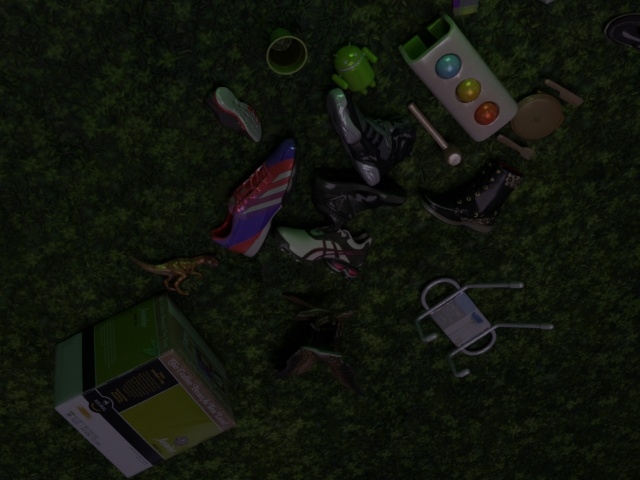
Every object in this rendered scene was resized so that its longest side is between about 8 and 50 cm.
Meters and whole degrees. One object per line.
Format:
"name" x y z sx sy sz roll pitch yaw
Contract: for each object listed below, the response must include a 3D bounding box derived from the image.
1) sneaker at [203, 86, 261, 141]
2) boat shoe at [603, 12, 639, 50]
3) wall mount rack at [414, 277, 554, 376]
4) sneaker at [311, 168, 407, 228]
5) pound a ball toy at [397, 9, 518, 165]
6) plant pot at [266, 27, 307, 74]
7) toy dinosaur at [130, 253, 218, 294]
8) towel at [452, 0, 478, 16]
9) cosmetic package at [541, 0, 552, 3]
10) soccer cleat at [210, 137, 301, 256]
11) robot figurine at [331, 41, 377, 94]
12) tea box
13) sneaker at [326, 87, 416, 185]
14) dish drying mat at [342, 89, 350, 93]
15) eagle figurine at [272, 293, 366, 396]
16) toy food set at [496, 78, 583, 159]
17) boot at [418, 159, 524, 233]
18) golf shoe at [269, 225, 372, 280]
"sneaker" -0.188 -0.265 1.855 0.064 0.061 0.158 -16 134 33
"boat shoe" 0.735 -0.459 1.949 0.206 0.065 0.075 3 126 -18
"wall mount rack" 0.435 0.218 2.345 0.304 0.131 0.350 -34 129 11
"sneaker" 0.085 -0.091 2.038 0.227 0.087 0.130 4 127 -15
"pound a ball toy" 0.288 -0.307 1.894 0.208 0.136 0.319 -38 127 14
"plant pot" -0.076 -0.391 1.761 0.083 0.079 0.083 -8 129 -10
"toy dinosaur" -0.351 0.070 2.064 0.211 0.064 0.112 -7 111 -23
"towel" 0.305 -0.513 1.820 0.060 0.009 0.083 -12 130 -8
"cosmetic package" 0.480 -0.622 1.685 0.224 0.138 0.224 -28 130 -4
"soccer cleat" -0.143 -0.100 1.955 0.116 0.109 0.318 16 123 -21
"robot figurine" 0.071 -0.362 1.833 0.101 0.067 0.115 -42 128 -6
"tea box" -0.430 0.359 2.150 0.323 0.220 0.329 -25 130 5
"sneaker" 0.117 -0.253 1.910 0.153 0.101 0.269 -31 133 -2
"dish drying mat" 0.046 -0.293 1.918 0.032 0.008 0.083 -5 128 -13
"eagle figurine" 0.011 0.294 2.251 0.225 0.226 0.299 -15 127 -31
"toy food set" 0.506 -0.291 2.038 0.132 0.039 0.192 26 122 -23
"boot" 0.365 -0.121 2.095 0.236 0.085 0.179 15 119 -33
"golf shoe" 0.000 0.000 2.084 0.272 0.105 0.120 19 111 -37
